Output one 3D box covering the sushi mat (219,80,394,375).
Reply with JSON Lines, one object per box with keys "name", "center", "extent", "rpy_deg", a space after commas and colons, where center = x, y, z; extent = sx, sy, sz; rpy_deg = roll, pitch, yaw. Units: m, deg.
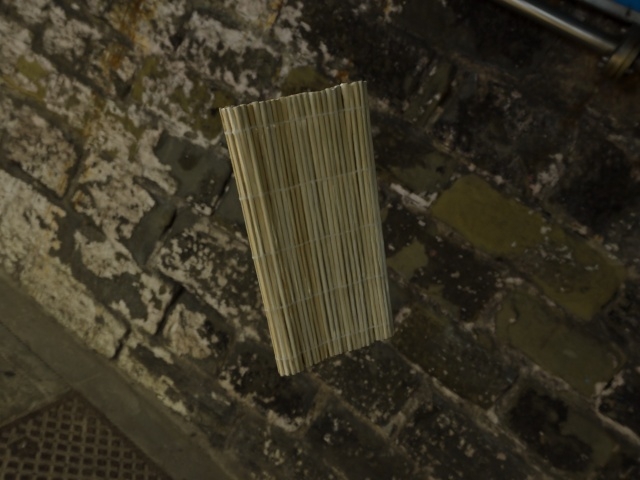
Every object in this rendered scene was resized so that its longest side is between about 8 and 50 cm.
{"name": "sushi mat", "center": [0.000, 0.000, 0.554], "extent": [0.151, 0.316, 0.019], "rpy_deg": [-19, 27, -19]}
